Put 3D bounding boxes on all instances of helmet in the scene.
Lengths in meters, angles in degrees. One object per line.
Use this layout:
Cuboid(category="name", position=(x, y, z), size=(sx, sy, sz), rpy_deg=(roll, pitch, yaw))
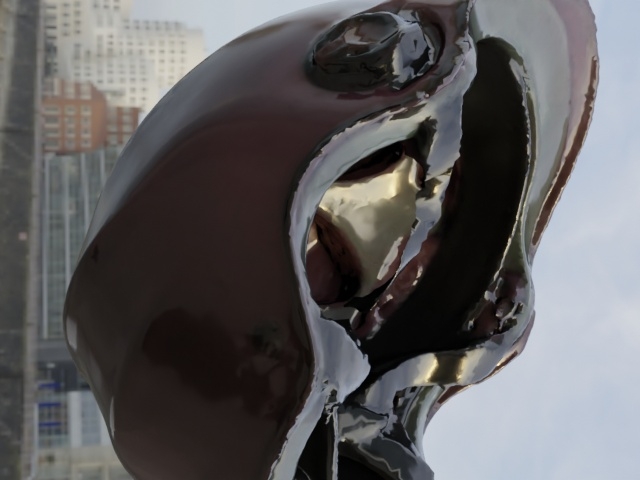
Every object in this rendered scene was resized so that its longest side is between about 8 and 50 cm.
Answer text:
Cuboid(category="helmet", position=(0.000, 0.000, 0.543), size=(0.338, 0.197, 0.271), rpy_deg=(-62, 149, -19))
